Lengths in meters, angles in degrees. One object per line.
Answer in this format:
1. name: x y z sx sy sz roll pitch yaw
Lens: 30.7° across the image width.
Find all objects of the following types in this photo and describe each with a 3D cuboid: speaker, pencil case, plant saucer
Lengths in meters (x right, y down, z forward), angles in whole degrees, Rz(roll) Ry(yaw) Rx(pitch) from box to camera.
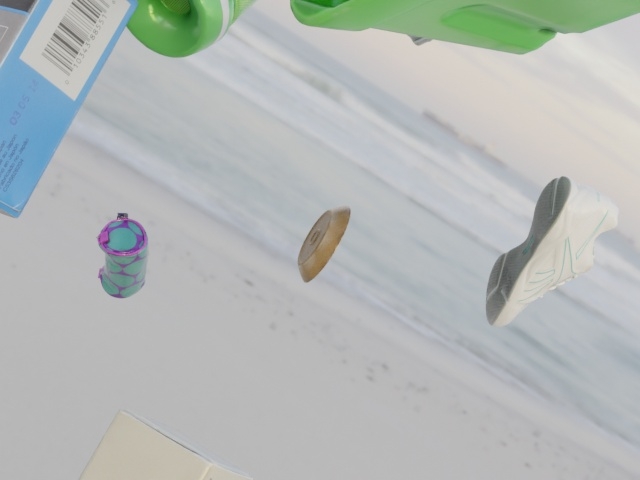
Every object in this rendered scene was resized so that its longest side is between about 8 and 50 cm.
1. speaker: -0.091 -0.314 1.235 0.131 0.131 0.296 33 49 4
2. pencil case: -0.273 0.025 1.606 0.070 0.065 0.152 11 -28 -4
3. plant saucer: 0.000 0.000 1.096 0.015 0.083 0.083 31 8 -13

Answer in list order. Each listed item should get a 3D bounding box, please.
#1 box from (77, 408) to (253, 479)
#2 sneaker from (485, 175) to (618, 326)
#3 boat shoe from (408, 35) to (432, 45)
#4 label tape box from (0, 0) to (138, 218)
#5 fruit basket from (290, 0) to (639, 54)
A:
1. box: -0.170 0.278 0.906 0.094 0.275 0.113 27 -8 21
2. sneaker: 0.179 0.019 0.913 0.061 0.152 0.054 16 41 -17
3. boat shoe: 0.158 -0.251 1.185 0.081 0.079 0.227 53 -30 -18
4. label tape box: -0.368 -0.183 1.148 0.333 0.241 0.106 18 -14 39
5. fruit basket: 0.076 -0.316 0.602 0.392 0.392 0.283 26 -28 -38
